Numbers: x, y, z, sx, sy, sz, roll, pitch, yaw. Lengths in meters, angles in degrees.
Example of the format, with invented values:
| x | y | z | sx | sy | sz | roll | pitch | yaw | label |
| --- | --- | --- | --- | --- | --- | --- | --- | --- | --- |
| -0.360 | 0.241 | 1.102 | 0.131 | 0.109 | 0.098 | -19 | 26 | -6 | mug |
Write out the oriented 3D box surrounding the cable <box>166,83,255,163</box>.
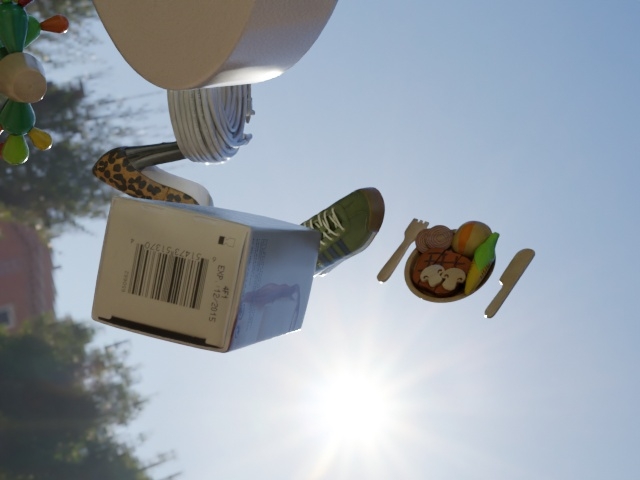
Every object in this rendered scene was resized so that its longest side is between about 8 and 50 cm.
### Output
| x | y | z | sx | sy | sz | roll | pitch | yaw | label |
| --- | --- | --- | --- | --- | --- | --- | --- | --- | --- |
| -0.182 | -0.254 | 1.823 | 0.257 | 0.089 | 0.257 | -64 | 153 | -67 | cable |

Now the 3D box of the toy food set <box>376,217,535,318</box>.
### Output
| x | y | z | sx | sy | sz | roll | pitch | yaw | label |
| --- | --- | --- | --- | --- | --- | --- | --- | --- | --- |
| 0.167 | 0.024 | 1.441 | 0.192 | 0.132 | 0.038 | 16 | -31 | 36 | toy food set |

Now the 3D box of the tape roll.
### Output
| x | y | z | sx | sy | sz | roll | pitch | yaw | label |
| --- | --- | --- | --- | --- | --- | --- | --- | --- | --- |
| -0.095 | -0.301 | 0.783 | 0.392 | 0.072 | 0.392 | 29 | -56 | 54 | tape roll |

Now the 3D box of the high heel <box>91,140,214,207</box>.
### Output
| x | y | z | sx | sy | sz | roll | pitch | yaw | label |
| --- | --- | --- | --- | --- | --- | --- | --- | --- | --- |
| -0.287 | -0.055 | 1.958 | 0.093 | 0.186 | 0.261 | -88 | 168 | -61 | high heel |

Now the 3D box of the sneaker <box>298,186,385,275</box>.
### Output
| x | y | z | sx | sy | sz | roll | pitch | yaw | label |
| --- | --- | --- | --- | --- | --- | --- | --- | --- | --- |
| 0.000 | 0.000 | 1.380 | 0.192 | 0.086 | 0.064 | -44 | -116 | 49 | sneaker |

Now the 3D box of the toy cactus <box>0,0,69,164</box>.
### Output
| x | y | z | sx | sy | sz | roll | pitch | yaw | label |
| --- | --- | --- | --- | --- | --- | --- | --- | --- | --- |
| -0.311 | -0.174 | 1.156 | 0.180 | 0.112 | 0.219 | 38 | -60 | 58 | toy cactus |

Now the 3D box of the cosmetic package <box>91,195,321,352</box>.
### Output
| x | y | z | sx | sy | sz | roll | pitch | yaw | label |
| --- | --- | --- | --- | --- | --- | --- | --- | --- | --- |
| -0.111 | 0.033 | 1.189 | 0.153 | 0.296 | 0.129 | 12 | -87 | 14 | cosmetic package |
